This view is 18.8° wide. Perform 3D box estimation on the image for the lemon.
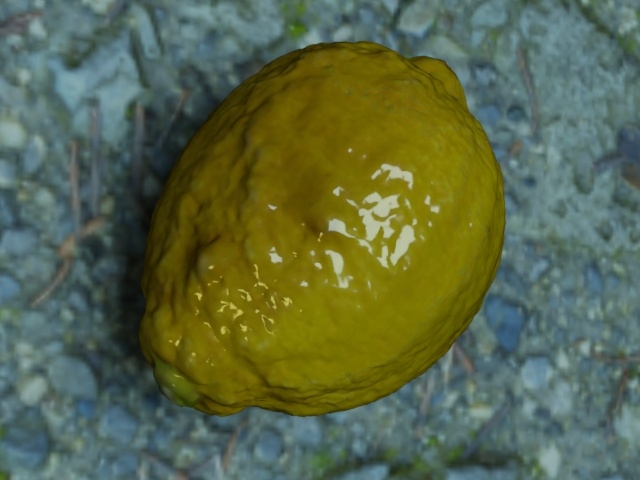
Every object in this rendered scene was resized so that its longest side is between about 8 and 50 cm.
[{"bbox_3d":[0.000,0.000,0.806,0.187,0.142,0.142,-48,113,-17],"label":"lemon"}]
